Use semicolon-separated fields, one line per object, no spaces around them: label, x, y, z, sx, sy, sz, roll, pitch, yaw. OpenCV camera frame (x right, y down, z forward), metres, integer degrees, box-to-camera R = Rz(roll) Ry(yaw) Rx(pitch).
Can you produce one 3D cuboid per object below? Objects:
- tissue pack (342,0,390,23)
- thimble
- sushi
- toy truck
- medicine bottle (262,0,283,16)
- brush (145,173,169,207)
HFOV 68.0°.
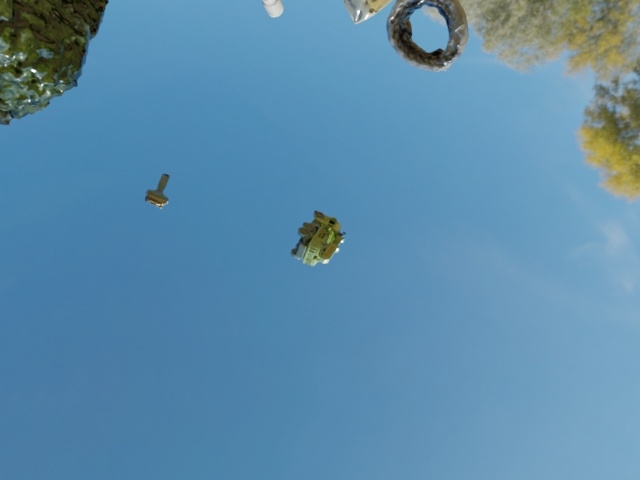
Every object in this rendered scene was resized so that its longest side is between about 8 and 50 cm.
tissue pack;0.127;-0.697;1.236;0.222;0.090;0.186;-48;-62;-30
thimble;0.316;-0.615;1.390;0.245;0.217;0.157;50;-148;-5
sushi;-0.539;-0.377;0.806;0.294;0.178;0.351;-3;-116;22
toy truck;0.000;0.000;1.144;0.100;0.077;0.169;26;-151;7
medicine bottle;-0.143;-0.695;1.380;0.052;0.089;0.052;-1;-94;11
brush;-0.381;-0.124;1.131;0.051;0.014;0.164;27;-156;-22
